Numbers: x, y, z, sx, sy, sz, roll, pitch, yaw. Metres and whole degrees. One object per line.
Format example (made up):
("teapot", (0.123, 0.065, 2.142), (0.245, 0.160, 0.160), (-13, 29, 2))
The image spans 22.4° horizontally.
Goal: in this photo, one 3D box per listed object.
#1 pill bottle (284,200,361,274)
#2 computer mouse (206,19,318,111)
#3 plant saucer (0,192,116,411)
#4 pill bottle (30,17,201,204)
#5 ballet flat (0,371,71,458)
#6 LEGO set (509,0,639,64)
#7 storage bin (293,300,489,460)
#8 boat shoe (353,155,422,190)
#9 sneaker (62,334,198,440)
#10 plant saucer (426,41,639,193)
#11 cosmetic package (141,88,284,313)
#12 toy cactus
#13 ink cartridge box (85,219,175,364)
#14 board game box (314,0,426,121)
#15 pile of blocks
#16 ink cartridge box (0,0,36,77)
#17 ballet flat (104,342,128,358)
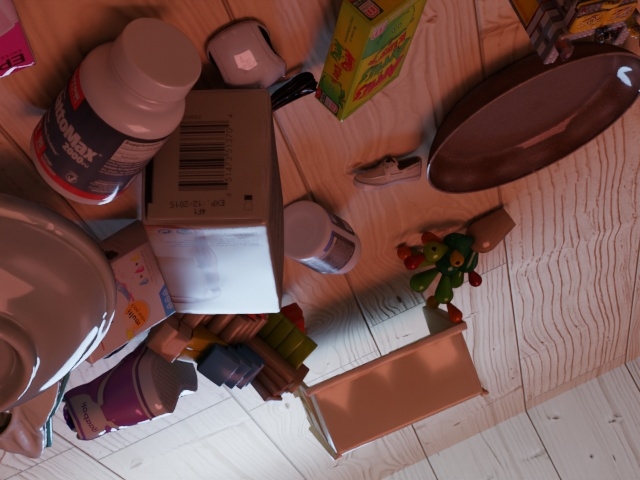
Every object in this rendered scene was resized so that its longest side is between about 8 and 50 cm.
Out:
("pill bottle", (0.000, 0.000, 2.083), (0.078, 0.078, 0.137), (-30, 158, 13))
("computer mouse", (-0.067, -0.165, 1.658), (0.106, 0.042, 0.193), (-27, 160, 5))
("plant saucer", (-0.406, 0.103, 1.670), (0.400, 0.100, 0.400), (-9, 144, -7))
("pill bottle", (-0.190, -0.124, 1.521), (0.108, 0.108, 0.180), (-6, 152, -41))
("ballet flat", (-0.387, 0.178, 2.027), (0.139, 0.139, 0.400), (-17, 159, -22))
("LEGO set", (0.317, -0.302, 1.554), (0.331, 0.192, 0.255), (-14, 157, -30))
("storage bin", (0.095, 0.211, 2.519), (0.262, 0.123, 0.260), (-23, -170, -8))
("boat shoe", (0.086, -0.089, 2.041), (0.100, 0.035, 0.035), (-10, 128, -27))
("sneaker", (-0.262, 0.192, 2.152), (0.161, 0.102, 0.282), (-23, -178, 9))
("plant saucer", (0.266, -0.161, 2.044), (0.310, 0.050, 0.310), (-22, 158, -9))
("cosmetic package", (-0.109, -0.034, 1.723), (0.129, 0.153, 0.296), (-1, 159, 2))
("toy cactus", (0.211, 0.024, 2.379), (0.180, 0.112, 0.219), (-38, 150, 4))
("ink cartridge box", (-0.250, 0.067, 1.850), (0.181, 0.061, 0.104), (-33, 123, -28))
("board game box", (0.053, -0.205, 1.657), (0.092, 0.043, 0.181), (-41, 166, -24))
("pile of blocks", (-0.090, 0.129, 2.195), (0.112, 0.149, 0.362), (-49, 155, 15))
("ink cartridge box", (-0.336, -0.180, 1.291), (0.175, 0.069, 0.371), (-23, 162, -7))
("ballet flat", (-0.257, 0.115, 2.135), (0.114, 0.041, 0.041), (-38, 156, 32))
